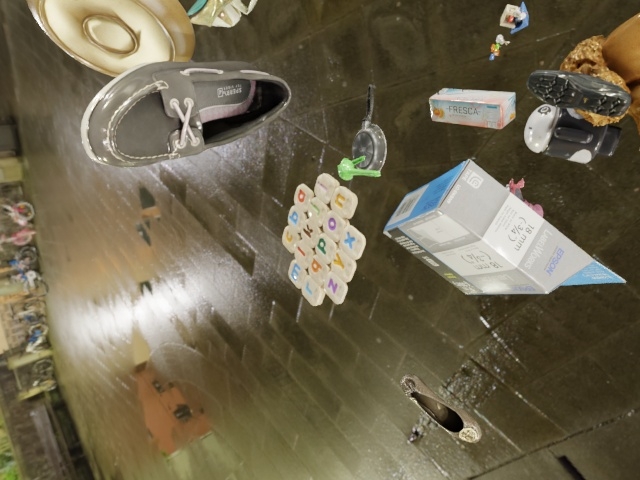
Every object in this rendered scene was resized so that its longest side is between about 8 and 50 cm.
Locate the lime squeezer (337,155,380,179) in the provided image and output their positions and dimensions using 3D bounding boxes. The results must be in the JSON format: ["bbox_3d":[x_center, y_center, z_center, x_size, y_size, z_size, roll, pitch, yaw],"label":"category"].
[{"bbox_3d":[0.105,-0.236,1.346,0.310,0.109,0.059,-96,-19,-71],"label":"lime squeezer"}]

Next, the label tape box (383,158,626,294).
[{"bbox_3d":[0.308,0.025,0.771,0.333,0.106,0.240,36,167,-5],"label":"label tape box"}]

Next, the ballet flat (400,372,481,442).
[{"bbox_3d":[0.318,0.456,1.146,0.249,0.058,0.084,39,112,12],"label":"ballet flat"}]

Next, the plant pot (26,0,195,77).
[{"bbox_3d":[-0.311,-0.316,0.639,0.236,0.236,0.033,-23,56,52],"label":"plant pot"}]

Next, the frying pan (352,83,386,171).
[{"bbox_3d":[0.191,-0.402,1.607,0.197,0.053,0.327,44,132,48],"label":"frying pan"}]

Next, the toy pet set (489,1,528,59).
[{"bbox_3d":[0.494,-0.540,1.093,0.065,0.114,0.122,16,153,4],"label":"toy pet set"}]

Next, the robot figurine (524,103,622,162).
[{"bbox_3d":[0.836,-0.362,1.429,0.277,0.174,0.209,17,165,15],"label":"robot figurine"}]

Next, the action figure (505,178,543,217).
[{"bbox_3d":[0.719,-0.054,1.637,0.247,0.276,0.371,1,117,16],"label":"action figure"}]

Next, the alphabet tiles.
[{"bbox_3d":[0.000,0.000,0.980,0.278,0.021,0.284,43,124,44],"label":"alphabet tiles"}]

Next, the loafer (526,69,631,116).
[{"bbox_3d":[0.594,-0.347,0.990,0.223,0.078,0.076,22,138,14],"label":"loafer"}]

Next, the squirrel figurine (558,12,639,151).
[{"bbox_3d":[0.929,-0.444,1.274,0.396,0.281,0.371,-9,79,10],"label":"squirrel figurine"}]

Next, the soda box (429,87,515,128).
[{"bbox_3d":[0.339,-0.300,0.961,0.183,0.063,0.058,25,144,44],"label":"soda box"}]

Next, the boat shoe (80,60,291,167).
[{"bbox_3d":[-0.149,-0.178,0.564,0.095,0.335,0.112,13,122,19],"label":"boat shoe"}]

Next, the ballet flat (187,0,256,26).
[{"bbox_3d":[-0.238,-0.623,1.102,0.348,0.123,0.123,-5,100,53],"label":"ballet flat"}]
